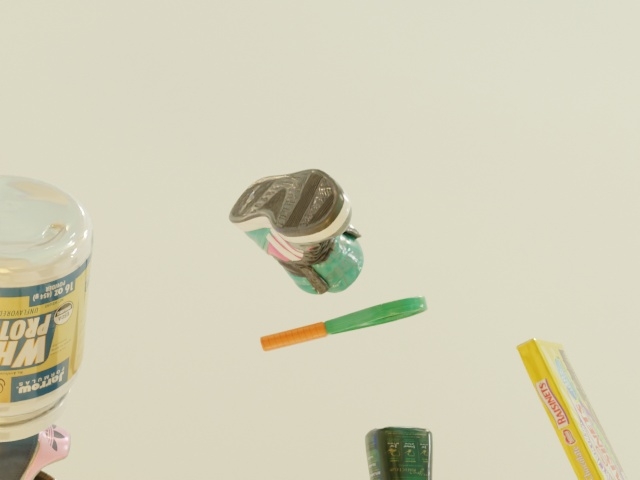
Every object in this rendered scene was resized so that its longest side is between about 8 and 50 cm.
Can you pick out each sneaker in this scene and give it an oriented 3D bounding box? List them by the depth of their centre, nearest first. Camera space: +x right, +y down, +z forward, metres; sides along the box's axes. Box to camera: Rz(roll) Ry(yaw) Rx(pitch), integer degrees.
[{"bbox_3d":[-0.360,0.306,1.176,0.131,0.319,0.112,8,-136,-20],"label":"sneaker"},{"bbox_3d":[0.000,0.000,1.494,0.178,0.295,0.123,40,-103,-23],"label":"sneaker"}]

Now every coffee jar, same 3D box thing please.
[{"bbox_3d":[0.115,0.360,1.514,0.096,0.079,0.184,7,-114,-20],"label":"coffee jar"}]

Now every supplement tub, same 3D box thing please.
[{"bbox_3d":[-0.274,0.060,0.924,0.144,0.199,0.144,9,-148,-6],"label":"supplement tub"}]

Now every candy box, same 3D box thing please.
[{"bbox_3d":[0.264,0.197,1.073,0.105,0.027,0.205,14,-131,-59],"label":"candy box"}]

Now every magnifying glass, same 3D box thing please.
[{"bbox_3d":[0.032,0.112,1.447,0.231,0.092,0.026,-16,-100,7],"label":"magnifying glass"}]
